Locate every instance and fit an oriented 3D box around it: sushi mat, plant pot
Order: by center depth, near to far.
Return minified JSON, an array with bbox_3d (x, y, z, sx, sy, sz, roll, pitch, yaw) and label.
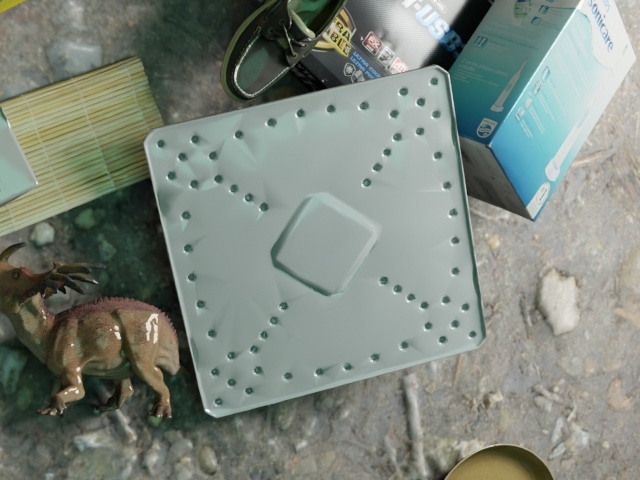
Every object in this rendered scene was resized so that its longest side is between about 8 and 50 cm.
[{"bbox_3d":[-0.335,-0.105,1.580,0.316,0.019,0.151,-24,96,-24],"label":"sushi mat"},{"bbox_3d":[0.251,0.414,1.933,0.236,0.032,0.236,-2,95,-28],"label":"plant pot"}]

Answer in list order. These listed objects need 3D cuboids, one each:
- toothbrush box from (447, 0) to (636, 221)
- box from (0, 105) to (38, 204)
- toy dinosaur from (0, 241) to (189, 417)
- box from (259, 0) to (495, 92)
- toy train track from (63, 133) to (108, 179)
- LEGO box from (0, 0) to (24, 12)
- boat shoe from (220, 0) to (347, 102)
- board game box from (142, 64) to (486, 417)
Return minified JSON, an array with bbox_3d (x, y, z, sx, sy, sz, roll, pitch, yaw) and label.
[{"bbox_3d":[0.290,-0.211,1.796,0.295,0.126,0.216,-56,144,-10],"label":"toothbrush box"},{"bbox_3d":[-0.413,-0.107,1.437,0.119,0.182,0.181,-28,96,-21],"label":"box"},{"bbox_3d":[-0.266,0.111,1.595,0.296,0.127,0.200,7,85,-33],"label":"toy dinosaur"},{"bbox_3d":[0.093,-0.303,1.766,0.295,0.073,0.293,41,77,-25],"label":"box"},{"bbox_3d":[-0.288,-0.108,1.620,0.048,0.014,0.083,44,69,-16],"label":"toy train track"},{"bbox_3d":[-0.407,-0.309,1.338,0.500,0.372,0.193,-32,108,-21],"label":"LEGO box"},{"bbox_3d":[-0.038,-0.265,1.619,0.080,0.073,0.223,45,75,-24],"label":"boat shoe"},{"bbox_3d":[0.000,0.000,1.678,0.390,0.050,0.390,-14,109,-10],"label":"board game box"}]
